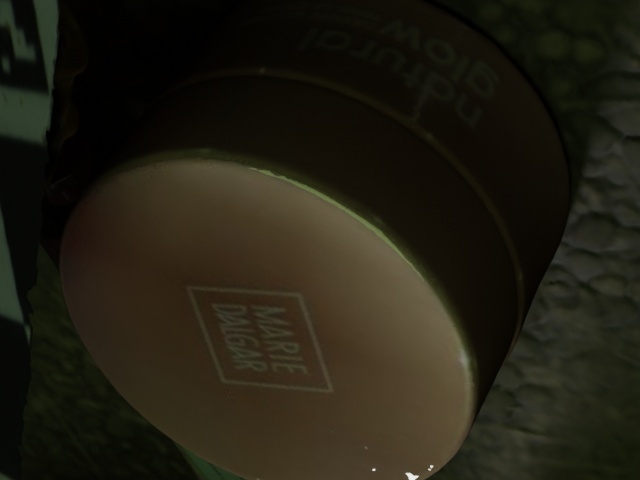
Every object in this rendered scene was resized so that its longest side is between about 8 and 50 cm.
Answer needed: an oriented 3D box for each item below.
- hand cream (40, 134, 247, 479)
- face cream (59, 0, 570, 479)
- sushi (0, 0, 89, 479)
[{"bbox_3d":[-0.057,0.045,0.742,0.067,0.043,0.209,-2,132,33],"label":"hand cream"},{"bbox_3d":[0.000,0.000,0.619,0.149,0.104,0.149,16,134,16],"label":"face cream"},{"bbox_3d":[-0.144,-0.056,0.621,0.294,0.059,0.292,45,139,37],"label":"sushi"}]
